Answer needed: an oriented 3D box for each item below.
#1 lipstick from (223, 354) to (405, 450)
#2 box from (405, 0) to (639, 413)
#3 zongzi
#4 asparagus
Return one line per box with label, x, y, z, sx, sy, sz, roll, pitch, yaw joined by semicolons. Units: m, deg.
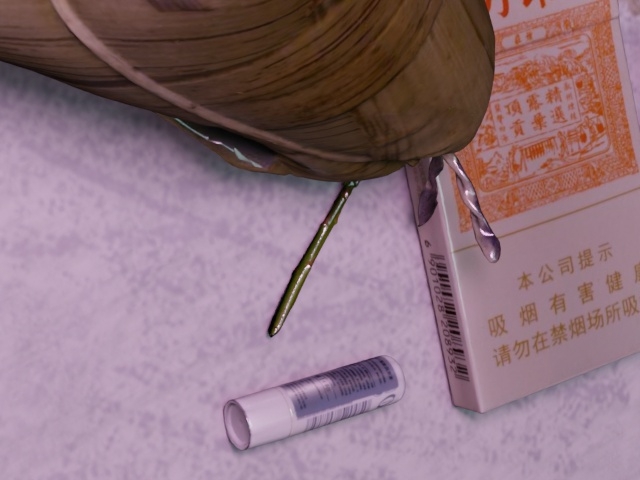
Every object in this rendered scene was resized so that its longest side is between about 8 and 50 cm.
lipstick;-0.002;0.120;1.391;0.141;0.040;0.040;-14;101;-29
box;0.162;-0.068;1.466;0.204;0.051;0.365;-18;103;-26
zongzi;-0.130;-0.162;1.255;0.500;0.467;0.218;45;50;-63
asparagus;0.000;0.000;1.398;0.016;0.013;0.166;25;77;12
